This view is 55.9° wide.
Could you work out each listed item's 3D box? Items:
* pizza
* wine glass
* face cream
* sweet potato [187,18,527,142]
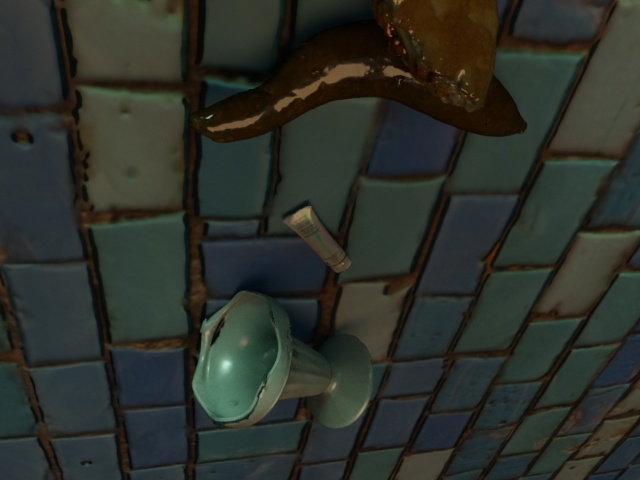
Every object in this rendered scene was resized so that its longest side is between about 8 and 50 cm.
[{"bbox_3d":[0.072,-0.216,0.462,0.127,0.058,0.246,-47,113,-17],"label":"pizza"},{"bbox_3d":[-0.043,0.164,0.771,0.165,0.164,0.197,-42,137,23],"label":"wine glass"},{"bbox_3d":[0.000,0.000,0.712,0.038,0.020,0.115,-30,133,14],"label":"face cream"},{"bbox_3d":[0.057,-0.141,0.543,0.346,0.079,0.108,-4,114,-18],"label":"sweet potato"}]
